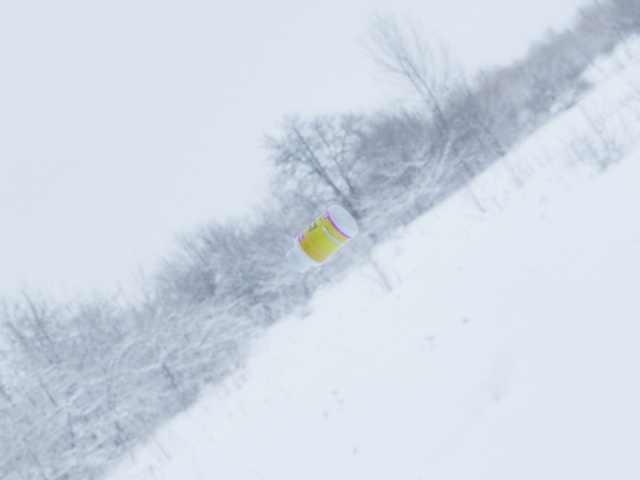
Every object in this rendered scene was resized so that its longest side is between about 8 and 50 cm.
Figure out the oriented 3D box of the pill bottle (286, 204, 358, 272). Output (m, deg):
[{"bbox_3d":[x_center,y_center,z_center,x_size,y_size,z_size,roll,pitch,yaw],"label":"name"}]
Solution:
[{"bbox_3d":[0.000,0.000,0.944,0.083,0.043,0.043,-42,-3,21],"label":"pill bottle"}]
